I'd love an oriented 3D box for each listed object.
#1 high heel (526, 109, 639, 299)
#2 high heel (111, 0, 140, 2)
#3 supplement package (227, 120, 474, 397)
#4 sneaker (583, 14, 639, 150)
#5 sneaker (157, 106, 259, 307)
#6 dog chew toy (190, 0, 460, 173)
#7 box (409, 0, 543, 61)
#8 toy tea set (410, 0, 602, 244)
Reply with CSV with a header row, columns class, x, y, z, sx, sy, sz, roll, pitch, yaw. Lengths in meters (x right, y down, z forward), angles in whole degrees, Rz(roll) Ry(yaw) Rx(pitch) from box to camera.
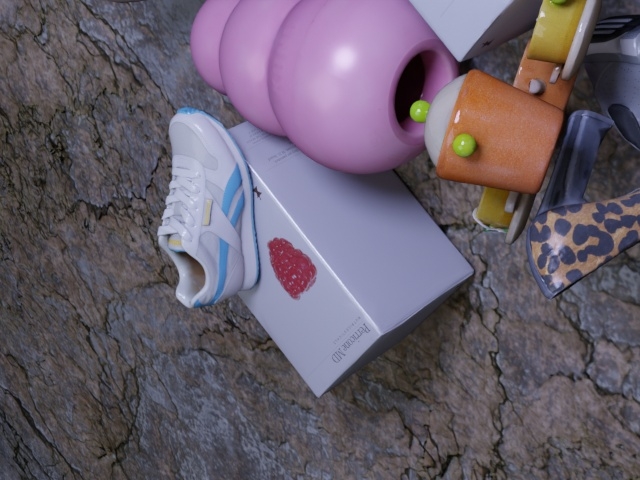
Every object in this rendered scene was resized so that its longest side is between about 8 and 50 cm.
class,x,y,z,sx,sy,sz,roll,pitch,yaw
high heel,0.314,0.006,1.104,0.261,0.186,0.093,19,154,5
high heel,-0.133,-0.415,1.386,0.377,0.127,0.181,-29,62,35
supplement package,0.000,0.000,1.492,0.293,0.175,0.177,51,140,10
sneaker,0.336,-0.135,1.127,0.229,0.086,0.132,13,128,55
sneaker,-0.132,-0.034,1.399,0.087,0.092,0.228,11,118,45
dog chew toy,-0.014,-0.196,1.361,0.332,0.207,0.206,23,129,39
box,0.122,-0.372,1.128,0.345,0.168,0.215,53,141,9
toy tea set,0.155,-0.112,1.154,0.124,0.200,0.336,19,165,8
